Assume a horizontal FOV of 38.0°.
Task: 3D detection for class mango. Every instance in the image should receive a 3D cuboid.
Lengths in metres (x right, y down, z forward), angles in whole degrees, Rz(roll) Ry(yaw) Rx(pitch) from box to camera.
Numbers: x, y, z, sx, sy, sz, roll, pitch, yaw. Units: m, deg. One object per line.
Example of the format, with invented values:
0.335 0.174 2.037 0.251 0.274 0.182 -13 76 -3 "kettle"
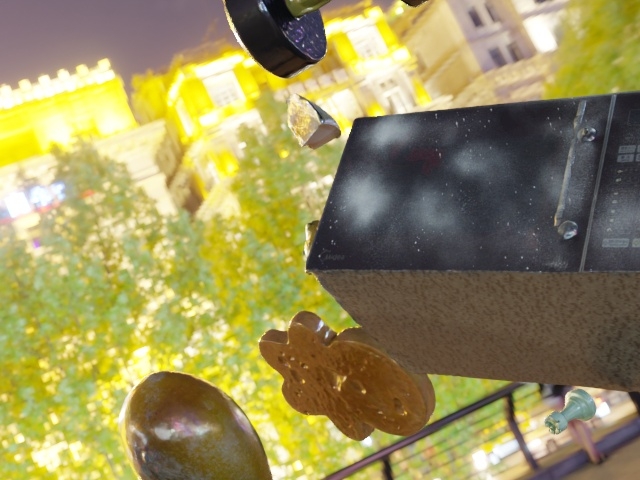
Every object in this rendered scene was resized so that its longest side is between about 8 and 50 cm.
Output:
-0.149 0.308 1.259 0.192 0.316 0.146 -19 26 40 "mango"

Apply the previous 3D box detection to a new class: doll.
0.000 0.000 1.896 0.137 0.097 0.209 -51 9 -8 "doll"

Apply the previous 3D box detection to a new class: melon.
-0.013 -0.265 2.146 0.139 0.202 0.093 24 -74 -32 "melon"

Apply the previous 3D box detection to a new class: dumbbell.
0.026 -0.404 1.430 0.322 0.204 0.203 -24 -8 28 "dumbbell"

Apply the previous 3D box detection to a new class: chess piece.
0.491 0.343 1.840 0.103 0.067 0.067 -25 -8 -33 "chess piece"

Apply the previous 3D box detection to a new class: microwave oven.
0.264 0.017 1.158 0.432 0.236 0.374 -1 -31 34 "microwave oven"

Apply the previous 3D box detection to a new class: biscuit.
0.046 0.234 1.607 0.355 0.275 0.052 -6 29 45 "biscuit"
